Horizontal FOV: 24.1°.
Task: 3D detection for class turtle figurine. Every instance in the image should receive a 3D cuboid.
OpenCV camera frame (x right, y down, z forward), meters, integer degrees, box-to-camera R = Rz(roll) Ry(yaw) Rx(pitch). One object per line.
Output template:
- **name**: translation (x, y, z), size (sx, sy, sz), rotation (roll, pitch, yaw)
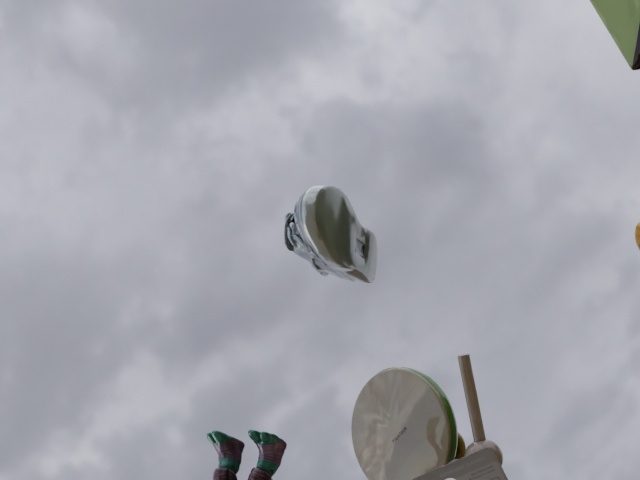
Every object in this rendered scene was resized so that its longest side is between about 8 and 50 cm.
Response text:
- **turtle figurine**: translation (-0.117, 0.356, 1.873), size (0.175, 0.234, 0.118), rotation (2, -27, 22)

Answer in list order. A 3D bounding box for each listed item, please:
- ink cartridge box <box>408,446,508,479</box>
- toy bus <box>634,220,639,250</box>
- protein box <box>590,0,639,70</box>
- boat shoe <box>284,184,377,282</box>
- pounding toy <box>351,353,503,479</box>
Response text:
- **ink cartridge box**: translation (0.155, 0.344, 1.724), size (0.181, 0.056, 0.225), rotation (-25, -69, 7)
- **toy bus**: translation (0.512, 0.028, 1.653), size (0.108, 0.332, 0.130), rotation (-45, -61, -16)
- **protein box**: translation (0.406, -0.320, 1.728), size (0.201, 0.200, 0.136), rotation (-12, -20, -50)
- **boat shoe**: translation (0.000, -0.001, 1.658), size (0.081, 0.079, 0.227), rotation (1, -17, 18)
- **pounding toy**: translation (0.163, 0.260, 2.091), size (0.110, 0.183, 0.237), rotation (0, -15, -46)
